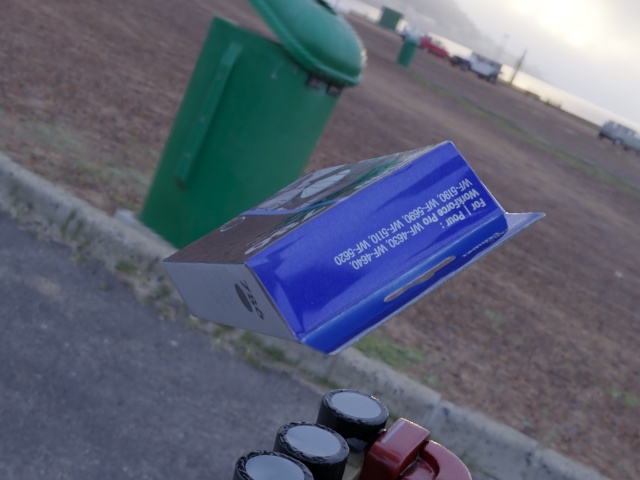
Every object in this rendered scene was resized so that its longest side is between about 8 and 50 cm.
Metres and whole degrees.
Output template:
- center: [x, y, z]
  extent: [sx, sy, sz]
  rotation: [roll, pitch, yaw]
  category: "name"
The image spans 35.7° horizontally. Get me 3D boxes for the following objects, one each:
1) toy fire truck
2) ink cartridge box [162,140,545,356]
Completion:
- center: [0.072, 0.215, 0.734]
  extent: [0.246, 0.158, 0.217]
  rotation: [22, 19, 21]
  category: "toy fire truck"
- center: [0.000, 0.000, 0.711]
  extent: [0.065, 0.165, 0.332]
  rotation: [62, -19, -10]
  category: "ink cartridge box"
